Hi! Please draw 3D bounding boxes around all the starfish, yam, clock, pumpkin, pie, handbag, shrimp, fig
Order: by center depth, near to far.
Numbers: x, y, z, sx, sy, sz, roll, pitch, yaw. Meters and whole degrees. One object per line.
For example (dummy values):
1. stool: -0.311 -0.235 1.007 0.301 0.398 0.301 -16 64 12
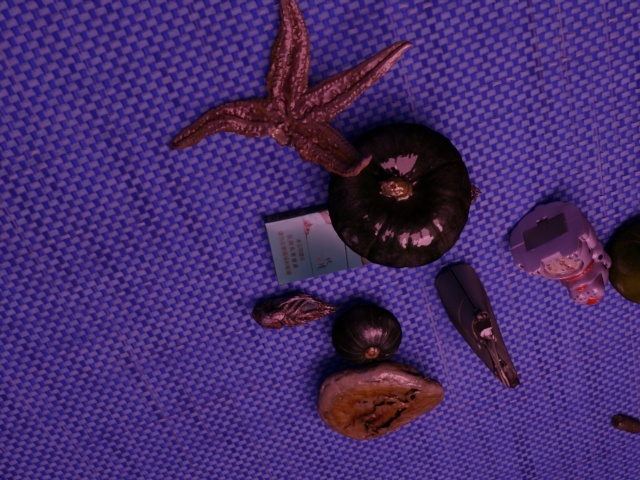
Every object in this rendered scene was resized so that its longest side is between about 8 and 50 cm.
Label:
1. starfish: -0.048 -0.265 1.300 0.398 0.132 0.384 30 108 16
2. pumpkin: 0.161 -0.095 1.374 0.300 0.207 0.300 -1 78 3
3. handbag: 0.377 0.202 1.536 0.109 0.315 0.241 -30 119 3
4. shrimp: -0.043 0.161 1.573 0.233 0.079 0.090 -3 122 -15
5. clock: 0.587 0.046 1.590 0.189 0.189 0.254 -45 122 13
6. pumpkin: 0.109 0.223 1.603 0.167 0.125 0.167 -11 127 -15
7. fig: 0.806 0.082 1.633 0.203 0.203 0.235 -37 128 9
8. pie: 0.149 0.400 1.686 0.339 0.077 0.339 -6 142 -4
9. yam: 0.884 0.529 1.956 0.094 0.043 0.043 21 111 -19

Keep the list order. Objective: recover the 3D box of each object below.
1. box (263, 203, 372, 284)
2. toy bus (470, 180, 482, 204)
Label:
1. box: 0.001 0.000 1.515 0.229 0.041 0.162 -12 118 -5
2. toy bus: 0.284 -0.091 1.502 0.060 0.075 0.123 36 106 -30
